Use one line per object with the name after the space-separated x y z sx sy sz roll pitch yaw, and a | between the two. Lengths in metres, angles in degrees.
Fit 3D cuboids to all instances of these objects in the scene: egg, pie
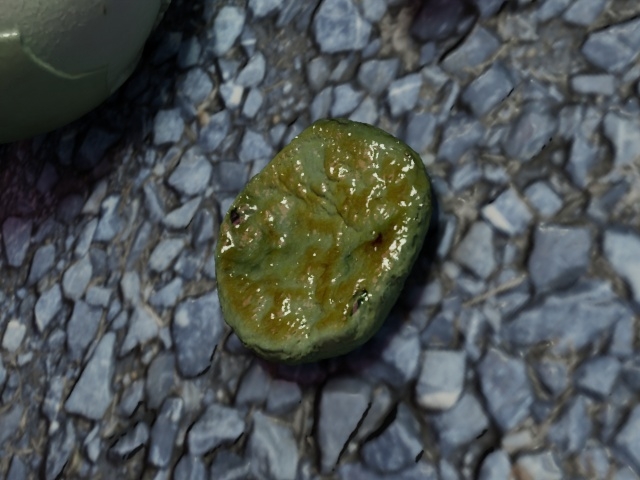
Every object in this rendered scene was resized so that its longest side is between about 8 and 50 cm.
-0.277 -0.230 0.980 0.336 0.278 0.278 -22 56 41 | egg
0.000 0.000 0.793 0.187 0.041 0.187 -20 57 34 | pie
